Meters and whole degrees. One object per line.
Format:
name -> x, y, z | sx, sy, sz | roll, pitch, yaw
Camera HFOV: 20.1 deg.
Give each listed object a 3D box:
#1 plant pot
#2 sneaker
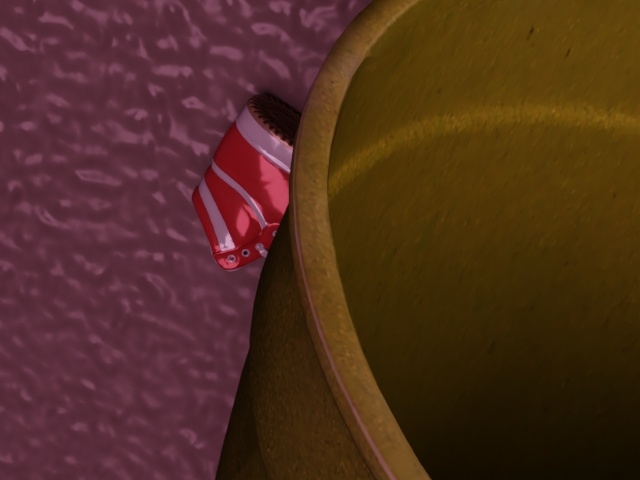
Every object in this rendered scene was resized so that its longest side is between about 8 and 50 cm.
plant pot -> 0.100, 0.146, 0.651 | 0.366, 0.366, 0.353 | 29, 131, 1
sneaker -> 0.000, 0.000, 0.757 | 0.118, 0.042, 0.067 | 40, 115, 3
